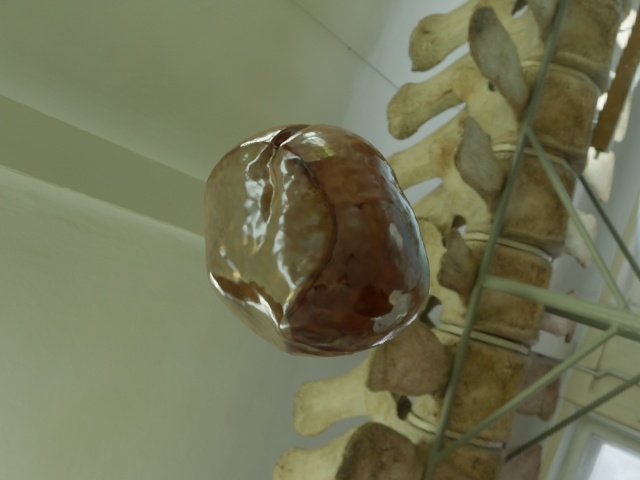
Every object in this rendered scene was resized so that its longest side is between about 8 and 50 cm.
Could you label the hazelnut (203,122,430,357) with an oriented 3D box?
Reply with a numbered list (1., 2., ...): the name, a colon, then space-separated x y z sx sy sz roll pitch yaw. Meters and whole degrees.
1. hazelnut: 0.000 0.000 0.384 0.143 0.154 0.143 -29 -31 -19
